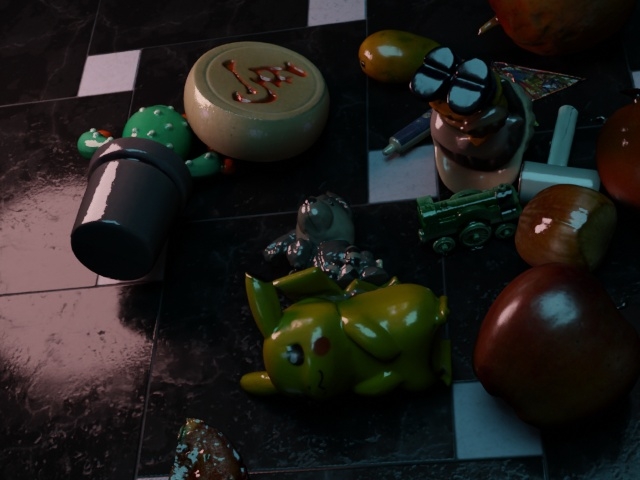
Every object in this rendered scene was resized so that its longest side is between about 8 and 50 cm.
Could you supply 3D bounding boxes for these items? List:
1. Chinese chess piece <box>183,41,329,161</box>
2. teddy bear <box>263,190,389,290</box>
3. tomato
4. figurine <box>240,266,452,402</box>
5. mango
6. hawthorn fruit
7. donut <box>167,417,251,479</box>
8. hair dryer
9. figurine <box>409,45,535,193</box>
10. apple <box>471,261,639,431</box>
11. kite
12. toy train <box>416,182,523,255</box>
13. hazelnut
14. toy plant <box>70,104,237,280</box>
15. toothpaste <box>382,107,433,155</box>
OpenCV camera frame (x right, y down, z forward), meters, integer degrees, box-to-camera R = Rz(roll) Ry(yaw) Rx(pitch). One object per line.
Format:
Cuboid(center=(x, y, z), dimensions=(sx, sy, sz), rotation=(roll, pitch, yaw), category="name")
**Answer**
Cuboid(center=(-0.116, -0.258, 1.775), dimensions=(0.273, 0.102, 0.273), rotation=(6, 42, -6), category="Chinese chess piece")
Cuboid(center=(-0.007, 0.015, 1.571), dimensions=(0.171, 0.144, 0.251), rotation=(-29, 50, 3), category="teddy bear")
Cuboid(center=(0.553, -0.145, 1.496), dimensions=(0.255, 0.256, 0.225), rotation=(-26, 71, -7), category="tomato")
Cuboid(center=(0.034, 0.141, 1.432), dimensions=(0.326, 0.218, 0.169), rotation=(-10, 30, -5), category="figurine")
Cuboid(center=(0.154, -0.347, 1.837), dimensions=(0.163, 0.089, 0.111), rotation=(11, 56, 11), category="mango")
Cuboid(center=(0.415, -0.459, 1.768), dimensions=(0.298, 0.277, 0.277), rotation=(-35, 52, 10), category="hawthorn fruit")
Cuboid(center=(-0.145, 0.402, 1.336), dimensions=(0.151, 0.112, 0.295), rotation=(3, 56, 12), category="donut")
Cuboid(center=(0.419, -0.146, 1.650), dimensions=(0.131, 0.073, 0.236), rotation=(8, 47, 16), category="hair dryer")
Cuboid(center=(0.253, -0.221, 1.570), dimensions=(0.185, 0.332, 0.205), rotation=(26, 73, 22), category="figurine")
Cuboid(center=(0.332, 0.152, 1.347), dimensions=(0.233, 0.234, 0.234), rotation=(-6, 53, 9), category="apple")
Cuboid(center=(0.366, -0.277, 1.782), dimensions=(0.241, 0.014, 0.183), rotation=(-17, 53, -1), category="kite")
Cuboid(center=(0.244, -0.042, 1.578), dimensions=(0.178, 0.105, 0.071), rotation=(-14, 48, 2), category="toy train")
Cuboid(center=(0.378, -0.016, 1.501), dimensions=(0.150, 0.150, 0.150), rotation=(-6, 53, 9), category="hazelnut")
Cuboid(center=(-0.322, -0.121, 1.725), dimensions=(0.279, 0.185, 0.400), rotation=(-7, 43, 20), category="toy plant")
Cuboid(center=(0.191, -0.208, 1.758), dimensions=(0.197, 0.035, 0.057), rotation=(-34, 58, -16), category="toothpaste")
